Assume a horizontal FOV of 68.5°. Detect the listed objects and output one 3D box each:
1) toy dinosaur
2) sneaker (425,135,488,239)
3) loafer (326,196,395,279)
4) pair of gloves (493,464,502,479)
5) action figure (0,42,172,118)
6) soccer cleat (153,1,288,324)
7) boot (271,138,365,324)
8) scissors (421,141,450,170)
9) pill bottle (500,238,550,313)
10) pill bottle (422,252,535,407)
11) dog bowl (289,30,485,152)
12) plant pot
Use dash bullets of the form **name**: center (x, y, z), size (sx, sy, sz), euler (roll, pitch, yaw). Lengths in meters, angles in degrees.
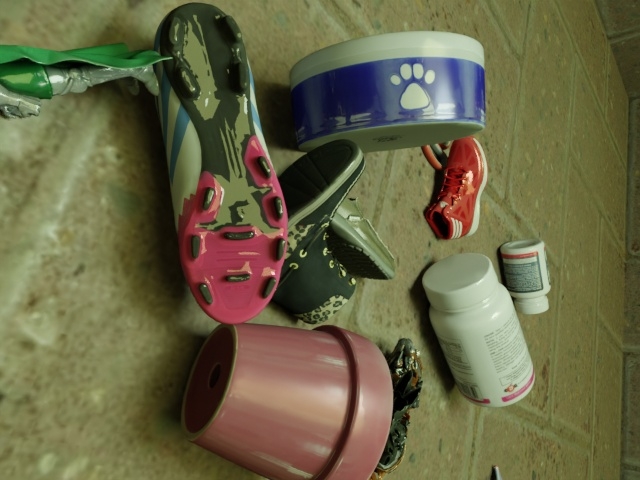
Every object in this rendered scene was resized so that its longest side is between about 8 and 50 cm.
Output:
- **toy dinosaur**: center (0.085, 0.282, 0.705), size (0.322, 0.164, 0.218), euler (-81, 157, -45)
- **sneaker**: center (0.281, -0.105, 0.972), size (0.128, 0.087, 0.221), euler (-18, 107, -46)
- **loafer**: center (0.043, -0.026, 0.715), size (0.251, 0.094, 0.087), euler (46, 60, -34)
- **pair of gloves**: center (0.435, 0.632, 1.094), size (0.159, 0.023, 0.198), euler (-69, 140, -57)
- **action figure**: center (-0.261, -0.135, 0.397), size (0.232, 0.137, 0.063), euler (-21, 114, -38)
- **soccer cleat**: center (-0.112, -0.079, 0.520), size (0.116, 0.143, 0.331), euler (-8, 96, -21)
- **boot**: center (-0.001, 0.000, 0.619), size (0.236, 0.085, 0.178), euler (-47, 132, 5)
- **scissors**: center (0.197, -0.262, 0.954), size (0.297, 0.021, 0.109), euler (42, 60, -38)
- **pill bottle**: center (0.539, 0.094, 1.229), size (0.108, 0.108, 0.180), euler (-22, 103, -46)
- **pill bottle**: center (0.313, 0.177, 0.940), size (0.160, 0.160, 0.283), euler (-44, 118, -40)
- **dog bowl**: center (0.091, -0.191, 0.657), size (0.265, 0.265, 0.104), euler (-8, 95, -47)
- **plant pot**: center (-0.049, 0.181, 0.542), size (0.180, 0.201, 0.201), euler (25, 68, -26)
